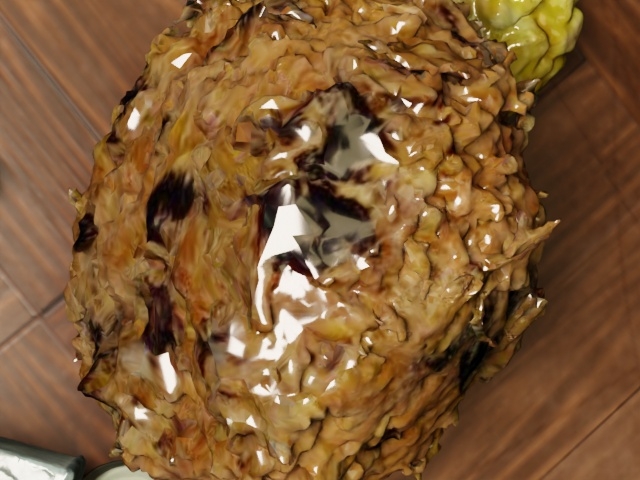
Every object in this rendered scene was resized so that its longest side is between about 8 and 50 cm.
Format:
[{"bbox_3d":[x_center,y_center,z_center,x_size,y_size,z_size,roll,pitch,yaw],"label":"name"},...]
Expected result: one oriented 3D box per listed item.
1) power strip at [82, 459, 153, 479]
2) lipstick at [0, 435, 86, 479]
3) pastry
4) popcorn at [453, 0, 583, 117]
[{"bbox_3d":[-0.033,0.254,0.765,0.229,0.141,0.261,15,81,-12],"label":"power strip"},{"bbox_3d":[-0.271,0.091,0.713,0.317,0.068,0.066,16,87,-3],"label":"lipstick"},{"bbox_3d":[0.000,0.000,0.735,0.193,0.275,0.275,14,83,-33],"label":"pastry"},{"bbox_3d":[0.076,-0.112,0.826,0.116,0.121,0.106,-19,69,-51],"label":"popcorn"}]
